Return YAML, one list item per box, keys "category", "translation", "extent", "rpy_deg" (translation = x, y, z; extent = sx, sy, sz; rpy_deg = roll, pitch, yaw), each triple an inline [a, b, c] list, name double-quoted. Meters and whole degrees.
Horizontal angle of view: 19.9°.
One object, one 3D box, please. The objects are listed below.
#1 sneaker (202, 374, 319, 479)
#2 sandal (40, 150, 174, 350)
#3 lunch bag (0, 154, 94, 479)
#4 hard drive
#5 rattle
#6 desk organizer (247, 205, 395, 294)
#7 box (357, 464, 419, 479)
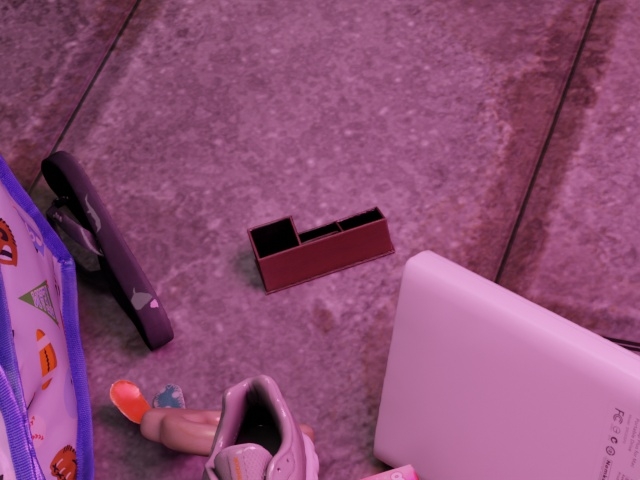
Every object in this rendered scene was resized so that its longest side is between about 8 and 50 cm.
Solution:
- category: "sneaker"
  translation: [-0.051, 0.215, 1.325]
  extent: [0.099, 0.121, 0.262]
  rpy_deg: [-10, 47, 5]
- category: "sandal"
  translation: [-0.219, 0.005, 1.741]
  extent: [0.054, 0.097, 0.254]
  rpy_deg: [-27, 51, -11]
- category: "lunch bag"
  translation: [-0.375, 0.151, 1.560]
  extent: [0.328, 0.239, 0.385]
  rpy_deg: [-18, 54, 9]
- category: "hard drive"
  translation: [0.185, 0.158, 1.462]
  extent: [0.308, 0.203, 0.040]
  rpy_deg: [28, 36, 30]
- category: "rattle"
  translation: [-0.104, 0.204, 1.596]
  extent: [0.200, 0.142, 0.130]
  rpy_deg: [3, 17, 34]
- category: "desk organizer"
  translation: [0.000, 0.000, 1.728]
  extent: [0.130, 0.050, 0.047]
  rpy_deg: [-18, 49, -3]
- category: "box"
  translation: [-0.041, 0.310, 1.418]
  extent: [0.300, 0.142, 0.154]
  rpy_deg: [-17, 49, -3]
